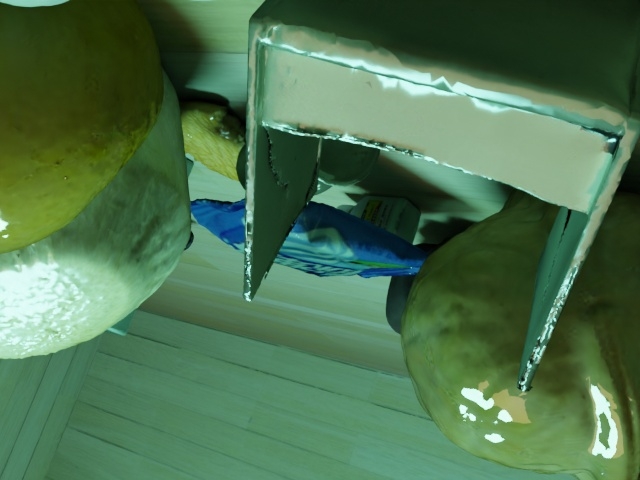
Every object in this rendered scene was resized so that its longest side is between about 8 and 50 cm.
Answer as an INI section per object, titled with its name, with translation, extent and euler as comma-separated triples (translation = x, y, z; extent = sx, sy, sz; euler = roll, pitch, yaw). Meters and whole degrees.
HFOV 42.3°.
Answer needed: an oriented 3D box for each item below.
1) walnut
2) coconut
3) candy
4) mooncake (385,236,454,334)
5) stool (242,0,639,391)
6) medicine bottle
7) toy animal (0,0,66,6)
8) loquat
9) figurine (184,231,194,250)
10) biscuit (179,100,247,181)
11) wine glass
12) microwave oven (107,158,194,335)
[walnut]
translation = 0.265, 0.098, 0.898
extent = 0.381, 0.381, 0.381
euler = 18, 165, 5
[coconut]
translation = -0.344, -0.081, 0.938
extent = 0.415, 0.415, 0.345
euler = 17, 144, 9
[candy]
translation = 0.000, 0.000, 1.062
extent = 0.331, 0.077, 0.187
euler = 17, 167, -35
[mooncake]
translation = 0.239, 0.085, 1.228
extent = 0.283, 0.141, 0.283
euler = 11, 161, 4
[stool]
translation = 0.084, -0.062, 0.623
extent = 0.243, 0.170, 0.270
euler = 17, 133, 11
[medicine bottle]
translation = 0.076, -0.022, 1.177
extent = 0.118, 0.074, 0.055
euler = 7, 162, 40
[toy animal]
translation = -0.185, -0.235, 0.411
extent = 0.367, 0.196, 0.241
euler = 34, 120, -13
[loquat]
translation = -0.254, -0.115, 0.640
extent = 0.263, 0.263, 0.263
euler = 18, 165, 5
[figurine]
translation = -0.410, -0.039, 1.582
extent = 0.204, 0.185, 0.332
euler = 45, -167, 20
[biscuit]
translation = -0.146, -0.135, 1.131
extent = 0.144, 0.033, 0.224
euler = 13, 163, 24
[wine glass]
translation = -0.025, -0.100, 0.972
extent = 0.103, 0.103, 0.231
euler = 25, 167, -21
[microwave oven]
translation = -0.371, -0.031, 1.273
extent = 0.237, 0.295, 0.181
euler = 31, 161, -38
